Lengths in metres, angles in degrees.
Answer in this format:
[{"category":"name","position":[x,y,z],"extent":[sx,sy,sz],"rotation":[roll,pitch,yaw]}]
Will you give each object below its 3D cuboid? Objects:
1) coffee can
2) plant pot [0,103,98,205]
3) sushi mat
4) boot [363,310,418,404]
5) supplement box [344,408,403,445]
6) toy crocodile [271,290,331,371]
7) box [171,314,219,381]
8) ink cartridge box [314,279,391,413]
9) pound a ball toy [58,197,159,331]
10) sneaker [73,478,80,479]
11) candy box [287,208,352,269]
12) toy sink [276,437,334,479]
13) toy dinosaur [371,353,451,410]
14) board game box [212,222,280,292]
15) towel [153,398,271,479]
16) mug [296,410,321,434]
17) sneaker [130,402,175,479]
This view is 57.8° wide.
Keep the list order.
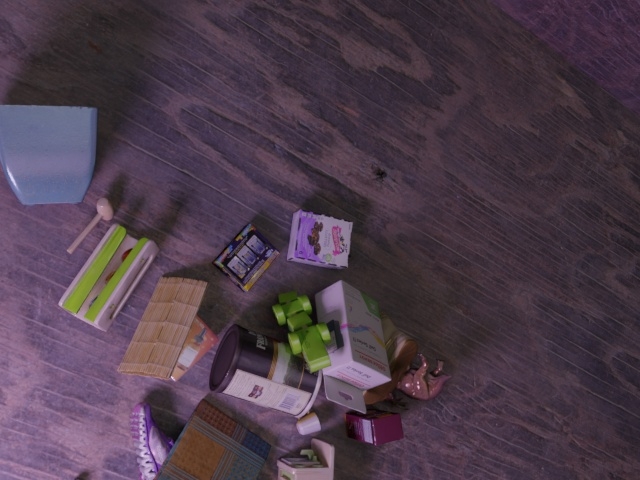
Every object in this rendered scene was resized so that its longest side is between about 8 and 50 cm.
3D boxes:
[{"category":"coffee can","position":[-0.161,0.386,1.709],"extent":[0.276,0.201,0.201],"rotation":[24,71,-20]},{"category":"plant pot","position":[-0.726,-0.222,1.543],"extent":[0.247,0.248,0.252],"rotation":[-4,98,-26]},{"category":"sushi mat","position":[-0.432,0.235,1.618],"extent":[0.152,0.019,0.316],"rotation":[6,52,12]},{"category":"boot","position":[0.181,0.380,1.894],"extent":[0.095,0.203,0.261],"rotation":[24,103,-36]},{"category":"supplement box","position":[0.166,0.585,1.830],"extent":[0.104,0.188,0.080],"rotation":[-3,82,-25]},{"category":"toy crocodile","position":[-0.056,0.263,1.727],"extent":[0.115,0.340,0.105],"rotation":[-20,130,-15]},{"category":"box","position":[-0.403,0.299,1.673],"extent":[0.170,0.091,0.130],"rotation":[-44,100,-24]},{"category":"ink cartridge box","position":[0.102,0.324,1.774],"extent":[0.207,0.119,0.353],"rotation":[33,38,-40]},{"category":"pound a ball toy","position":[-0.600,0.068,1.621],"extent":[0.208,0.135,0.319],"rotation":[25,69,8]},{"category":"sneaker","position":[-0.682,0.684,1.492],"extent":[0.065,0.061,0.157],"rotation":[34,68,-9]},{"category":"candy box","position":[0.000,0.000,1.926],"extent":[0.196,0.070,0.164],"rotation":[12,76,-22]},{"category":"toy sink","position":[-0.052,0.718,1.726],"extent":[0.131,0.153,0.234],"rotation":[9,78,-23]},{"category":"toy dinosaur","position":[0.304,0.476,1.902],"extent":[0.127,0.296,0.200],"rotation":[27,69,-50]},{"category":"board game box","position":[-0.231,0.054,1.822],"extent":[0.141,0.048,0.170],"rotation":[46,65,-13]},{"category":"towel","position":[-0.310,0.659,1.601],"extent":[0.271,0.040,0.370],"rotation":[40,42,-12]},{"category":"mug","position":[-0.043,0.573,1.817],"extent":[0.064,0.078,0.062],"rotation":[-19,122,-18]},{"category":"sneaker","position":[-0.457,0.560,1.606],"extent":[0.105,0.095,0.236],"rotation":[-10,90,-33]}]
